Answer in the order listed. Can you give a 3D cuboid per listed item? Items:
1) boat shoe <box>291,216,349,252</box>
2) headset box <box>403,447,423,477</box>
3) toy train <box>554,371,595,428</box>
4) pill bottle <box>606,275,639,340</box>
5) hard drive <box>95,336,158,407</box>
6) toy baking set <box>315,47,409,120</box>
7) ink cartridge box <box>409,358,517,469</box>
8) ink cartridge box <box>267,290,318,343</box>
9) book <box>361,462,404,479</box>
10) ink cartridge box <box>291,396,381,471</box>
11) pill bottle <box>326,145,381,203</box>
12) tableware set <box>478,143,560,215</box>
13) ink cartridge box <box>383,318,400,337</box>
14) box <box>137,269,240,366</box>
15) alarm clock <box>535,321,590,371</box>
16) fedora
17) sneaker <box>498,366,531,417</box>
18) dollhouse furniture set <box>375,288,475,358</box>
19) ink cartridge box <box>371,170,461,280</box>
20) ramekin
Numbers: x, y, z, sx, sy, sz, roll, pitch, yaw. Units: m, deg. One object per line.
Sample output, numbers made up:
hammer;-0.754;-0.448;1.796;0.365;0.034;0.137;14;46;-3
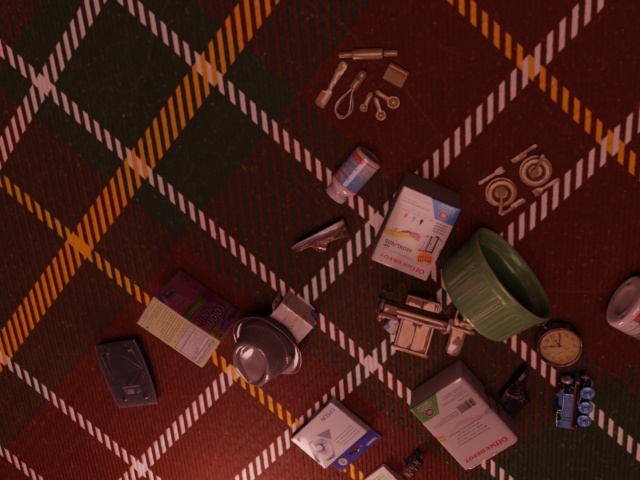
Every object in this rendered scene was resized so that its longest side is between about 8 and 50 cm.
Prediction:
boat shoe;0.000;0.000;1.914;0.183;0.066;0.066;-26;104;18
headset box;0.307;0.743;2.130;0.032;0.062;0.083;34;113;-2
toy train;0.768;0.486;1.940;0.105;0.080;0.184;4;111;16
pill bottle;0.958;0.229;1.762;0.283;0.161;0.161;29;113;0
hard drive;-0.662;0.455;2.216;0.172;0.054;0.254;-10;108;14
toy baking set;0.112;-0.428;1.755;0.256;0.030;0.196;5;111;9
ink cartridge box;0.446;0.545;2.000;0.201;0.117;0.278;-39;98;21
ink cartridge box;-0.094;0.236;2.006;0.143;0.092;0.090;39;113;-3
book;0.203;0.839;2.205;0.096;0.035;0.144;43;113;-2
ink cartridge box;0.052;0.668;2.160;0.224;0.045;0.223;39;112;-5
pill bottle;0.090;-0.183;1.818;0.087;0.087;0.160;40;111;-5
tableware set;0.547;-0.158;1.765;0.194;0.039;0.128;-35;100;20
ink cartridge box;0.242;0.275;1.988;0.083;0.028;0.048;43;112;-6
box;-0.405;0.238;2.000;0.243;0.213;0.117;36;113;-3
alarm clock;0.692;0.290;1.888;0.129;0.064;0.192;-35;102;21
fedora;-0.189;0.365;1.998;0.244;0.124;0.275;24;135;12
sneaker;0.617;0.469;1.978;0.089;0.051;0.170;30;117;-1
dollhouse furniture set;0.292;0.270;1.782;0.303;0.355;0.173;15;95;4
ink cartridge box;0.267;-0.042;1.791;0.171;0.168;0.232;23;113;1
ramekin;0.473;0.127;1.752;0.303;0.303;0.148;45;118;-7
